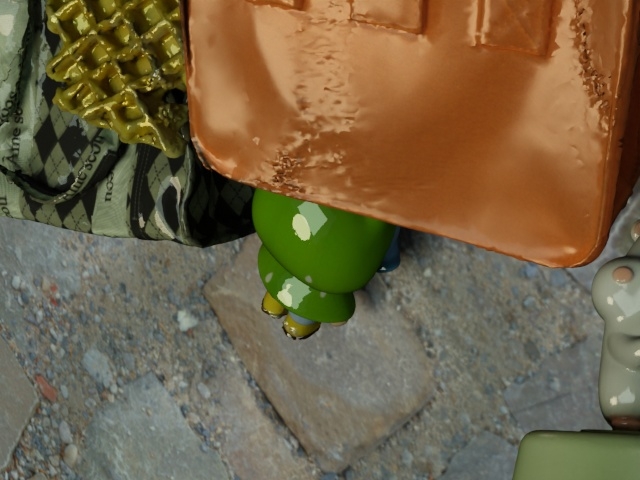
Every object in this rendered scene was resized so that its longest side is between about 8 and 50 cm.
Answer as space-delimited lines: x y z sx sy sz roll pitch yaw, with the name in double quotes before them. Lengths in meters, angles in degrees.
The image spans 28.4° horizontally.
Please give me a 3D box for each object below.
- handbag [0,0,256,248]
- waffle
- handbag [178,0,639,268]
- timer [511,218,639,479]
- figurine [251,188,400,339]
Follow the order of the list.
"handbag" -0.266 -0.173 1.449 0.416 0.180 0.316 10 109 31
"waffle" -0.167 -0.219 1.279 0.261 0.056 0.250 20 103 25
"handbag" 0.070 -0.158 1.056 0.410 0.116 0.303 17 129 24
"timer" 0.296 0.137 1.043 0.291 0.291 0.315 -3 80 41
"figurine" 0.000 0.000 1.306 0.162 0.143 0.263 49 141 24
